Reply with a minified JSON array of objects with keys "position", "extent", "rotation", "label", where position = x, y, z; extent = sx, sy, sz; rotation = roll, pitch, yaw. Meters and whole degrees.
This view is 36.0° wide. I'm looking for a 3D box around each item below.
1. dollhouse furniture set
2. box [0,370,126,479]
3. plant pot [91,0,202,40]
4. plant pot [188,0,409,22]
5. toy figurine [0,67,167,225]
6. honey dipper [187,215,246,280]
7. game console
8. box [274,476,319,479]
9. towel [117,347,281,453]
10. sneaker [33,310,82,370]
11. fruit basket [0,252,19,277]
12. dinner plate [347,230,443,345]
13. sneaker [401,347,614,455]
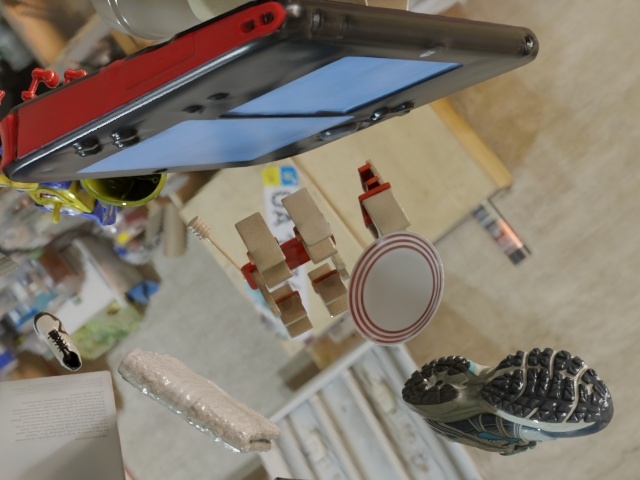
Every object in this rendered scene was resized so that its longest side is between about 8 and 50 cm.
[{"position":[0.000,0.000,1.509],"extent":[0.259,0.135,0.262],"rotation":[-28,153,-5],"label":"dollhouse furniture set"},{"position":[-0.355,0.366,1.364],"extent":[0.168,0.215,0.345],"rotation":[-5,-154,-15],"label":"box"},{"position":[-0.253,-0.524,1.946],"extent":[0.323,0.280,0.323],"rotation":[-37,142,-36],"label":"plant pot"},{"position":[-0.041,-0.379,1.358],"extent":[0.274,0.256,0.256],"rotation":[-2,-172,20],"label":"plant pot"},{"position":[-0.345,-0.110,1.422],"extent":[0.217,0.363,0.191],"rotation":[64,36,-64],"label":"toy figurine"},{"position":[-0.181,0.019,1.816],"extent":[0.030,0.160,0.030],"rotation":[-37,-158,18],"label":"honey dipper"},{"position":[-0.039,-0.118,0.841],"extent":[0.342,0.060,0.387],"rotation":[-12,180,37],"label":"game console"},{"position":[0.077,0.503,1.252],"extent":[0.179,0.313,0.343],"rotation":[-152,-108,-72],"label":"box"},{"position":[-0.148,0.213,1.288],"extent":[0.049,0.187,0.282],"rotation":[-58,171,-7],"label":"towel"},{"position":[-0.393,0.152,1.490],"extent":[0.040,0.109,0.044],"rotation":[-39,-156,-16],"label":"sneaker"},{"position":[-0.643,0.078,1.457],"extent":[0.327,0.165,0.353],"rotation":[-23,-164,-29],"label":"fruit basket"},{"position":[0.091,0.058,1.183],"extent":[0.141,0.141,0.017],"rotation":[-39,142,23],"label":"dinner plate"},{"position":[0.242,0.209,1.221],"extent":[0.283,0.122,0.110],"rotation":[-3,-140,47],"label":"sneaker"}]
